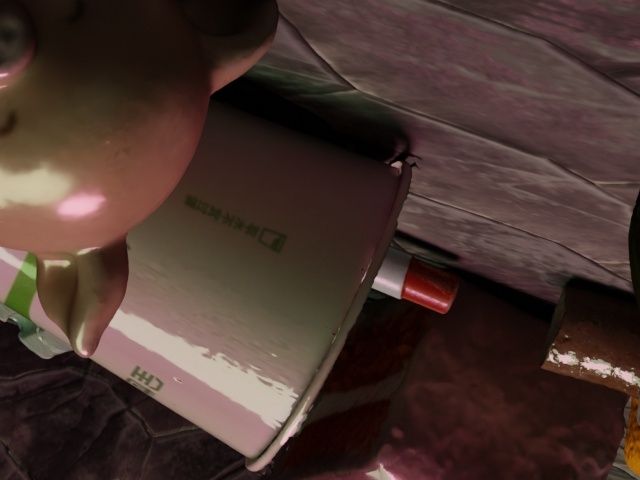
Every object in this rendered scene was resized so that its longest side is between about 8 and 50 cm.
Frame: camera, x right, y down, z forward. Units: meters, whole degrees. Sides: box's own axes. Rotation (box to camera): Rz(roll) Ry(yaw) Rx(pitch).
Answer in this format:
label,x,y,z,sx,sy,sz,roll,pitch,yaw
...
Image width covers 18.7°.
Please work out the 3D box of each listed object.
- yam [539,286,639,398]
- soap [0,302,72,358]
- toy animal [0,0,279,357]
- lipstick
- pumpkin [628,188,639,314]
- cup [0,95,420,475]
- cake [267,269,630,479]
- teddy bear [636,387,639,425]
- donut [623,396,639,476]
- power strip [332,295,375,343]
label,x,y,z,sx,sy,sz,roll,pitch,yaw
yam,0.251,0.089,1.612,0.127,0.084,0.084,18,169,7
soap,-0.249,-0.010,1.697,0.208,0.115,0.347,46,164,-8
toy animal,-0.192,-0.095,1.128,0.269,0.237,0.326,28,173,-4
lipstick,0.000,0.000,1.631,0.274,0.061,0.068,23,166,-19
pumpkin,0.267,-0.003,0.889,0.260,0.189,0.260,1,138,1
cup,-0.104,0.001,1.386,0.274,0.253,0.253,26,168,-6
cake,0.119,0.189,1.816,0.230,0.237,0.309,29,157,-15
teddy bear,0.349,0.142,1.155,0.375,0.327,0.362,56,-171,3
donut,0.434,0.219,1.885,0.303,0.110,0.303,18,170,3
power strip,0.088,0.101,2.038,0.367,0.043,0.106,15,168,21
